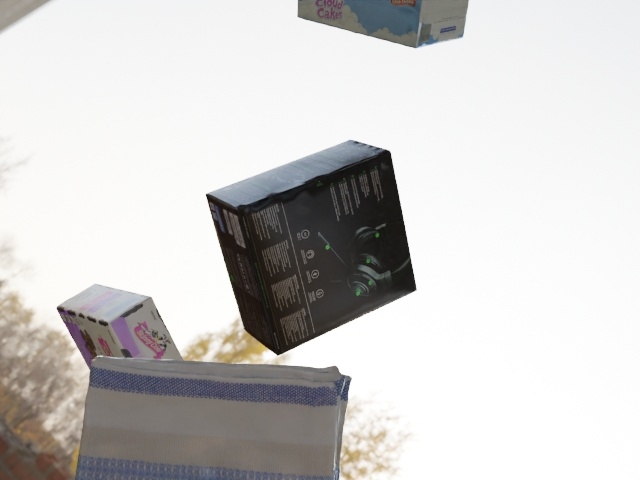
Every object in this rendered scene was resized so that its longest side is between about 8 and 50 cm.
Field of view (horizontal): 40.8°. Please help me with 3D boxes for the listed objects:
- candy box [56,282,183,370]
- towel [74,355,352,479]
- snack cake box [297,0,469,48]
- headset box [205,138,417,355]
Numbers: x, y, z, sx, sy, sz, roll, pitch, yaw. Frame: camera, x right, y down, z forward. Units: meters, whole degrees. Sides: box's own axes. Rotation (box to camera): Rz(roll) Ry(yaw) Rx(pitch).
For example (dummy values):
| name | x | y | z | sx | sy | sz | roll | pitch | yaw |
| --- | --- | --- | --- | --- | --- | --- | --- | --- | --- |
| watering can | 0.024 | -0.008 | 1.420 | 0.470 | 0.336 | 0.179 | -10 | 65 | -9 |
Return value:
| name | x | y | z | sx | sy | sz | roll | pitch | yaw |
| --- | --- | --- | --- | --- | --- | --- | --- | --- | --- |
| candy box | -0.264 | 0.152 | 1.175 | 0.196 | 0.070 | 0.164 | 4 | -58 | 54 |
| towel | -0.089 | 0.231 | 0.656 | 0.209 | 0.285 | 0.034 | 5 | -9 | 0 |
| snack cake box | 0.106 | -0.412 | 1.497 | 0.264 | 0.152 | 0.089 | 24 | -58 | 34 |
| headset box | 0.000 | 0.000 | 1.335 | 0.131 | 0.283 | 0.246 | 26 | -45 | 58 |
